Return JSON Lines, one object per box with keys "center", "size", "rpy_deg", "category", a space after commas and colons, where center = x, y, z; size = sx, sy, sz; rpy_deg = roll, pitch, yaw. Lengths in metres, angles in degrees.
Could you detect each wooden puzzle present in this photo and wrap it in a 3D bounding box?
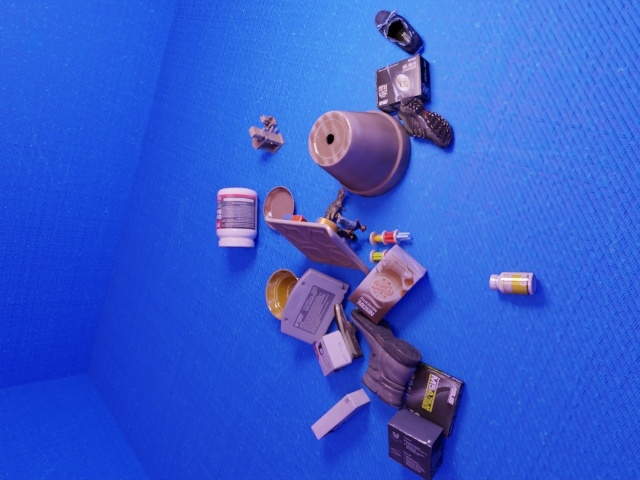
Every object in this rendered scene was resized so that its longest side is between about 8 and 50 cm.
{"center": [0.000, 0.000, 1.547], "size": [0.348, 0.322, 0.080], "rpy_deg": [13, 68, 42], "category": "wooden puzzle"}

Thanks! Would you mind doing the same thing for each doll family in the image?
{"center": [0.103, -0.031, 1.563], "size": [0.193, 0.112, 0.075], "rpy_deg": [126, 168, -73], "category": "doll family"}

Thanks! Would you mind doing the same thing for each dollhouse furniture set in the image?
{"center": [-0.286, -0.502, 1.881], "size": [0.101, 0.182, 0.160], "rpy_deg": [-36, 66, 33], "category": "dollhouse furniture set"}

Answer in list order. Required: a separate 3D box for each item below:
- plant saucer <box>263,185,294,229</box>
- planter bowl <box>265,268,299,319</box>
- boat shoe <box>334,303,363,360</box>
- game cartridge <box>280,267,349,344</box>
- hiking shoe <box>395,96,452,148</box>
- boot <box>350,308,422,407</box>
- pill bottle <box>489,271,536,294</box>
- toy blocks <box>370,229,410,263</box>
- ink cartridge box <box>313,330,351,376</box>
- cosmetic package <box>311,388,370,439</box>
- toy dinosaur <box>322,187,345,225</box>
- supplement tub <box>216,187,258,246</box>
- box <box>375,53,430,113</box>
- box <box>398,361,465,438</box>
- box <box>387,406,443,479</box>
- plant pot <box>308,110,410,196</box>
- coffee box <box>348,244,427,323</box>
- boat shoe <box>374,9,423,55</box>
{"center": [-0.183, -0.147, 1.865], "size": [0.199, 0.036, 0.198], "rpy_deg": [-3, 86, 40], "category": "plant saucer"}
{"center": [-0.131, 0.232, 1.759], "size": [0.217, 0.090, 0.217], "rpy_deg": [-3, 85, 39], "category": "planter bowl"}
{"center": [0.108, 0.347, 1.563], "size": [0.074, 0.080, 0.223], "rpy_deg": [-14, 81, -6], "category": "boat shoe"}
{"center": [-0.036, 0.263, 1.628], "size": [0.198, 0.062, 0.297], "rpy_deg": [26, 107, -2], "category": "game cartridge"}
{"center": [0.358, -0.392, 1.409], "size": [0.227, 0.086, 0.114], "rpy_deg": [49, 161, 12], "category": "hiking shoe"}
{"center": [0.189, 0.410, 1.447], "size": [0.338, 0.118, 0.222], "rpy_deg": [41, 119, 49], "category": "boot"}
{"center": [0.565, 0.125, 1.198], "size": [0.116, 0.065, 0.065], "rpy_deg": [-1, 86, 40], "category": "pill bottle"}
{"center": [0.255, 0.024, 1.473], "size": [0.148, 0.054, 0.123], "rpy_deg": [-4, 83, 39], "category": "toy blocks"}
{"center": [0.043, 0.434, 1.558], "size": [0.175, 0.073, 0.127], "rpy_deg": [113, 138, -60], "category": "ink cartridge box"}
{"center": [0.076, 0.662, 1.551], "size": [0.239, 0.099, 0.060], "rpy_deg": [-51, 60, 26], "category": "cosmetic package"}
{"center": [0.045, -0.091, 1.659], "size": [0.268, 0.064, 0.118], "rpy_deg": [-48, 53, 31], "category": "toy dinosaur"}
{"center": [-0.396, -0.104, 1.941], "size": [0.191, 0.191, 0.272], "rpy_deg": [-2, 85, 40], "category": "supplement tub"}
{"center": [0.294, -0.558, 1.466], "size": [0.180, 0.078, 0.147], "rpy_deg": [-4, 85, 40], "category": "box"}
{"center": [0.365, 0.520, 1.352], "size": [0.184, 0.045, 0.190], "rpy_deg": [19, 100, 42], "category": "box"}
{"center": [0.309, 0.661, 1.327], "size": [0.156, 0.093, 0.158], "rpy_deg": [15, 119, 39], "category": "box"}
{"center": [0.117, -0.331, 1.470], "size": [0.323, 0.281, 0.322], "rpy_deg": [-2, 87, 41], "category": "plant pot"}
{"center": [0.232, 0.154, 1.427], "size": [0.141, 0.098, 0.246], "rpy_deg": [41, 115, 11], "category": "coffee box"}
{"center": [0.280, -0.780, 1.486], "size": [0.258, 0.089, 0.109], "rpy_deg": [49, 117, 31], "category": "boat shoe"}
